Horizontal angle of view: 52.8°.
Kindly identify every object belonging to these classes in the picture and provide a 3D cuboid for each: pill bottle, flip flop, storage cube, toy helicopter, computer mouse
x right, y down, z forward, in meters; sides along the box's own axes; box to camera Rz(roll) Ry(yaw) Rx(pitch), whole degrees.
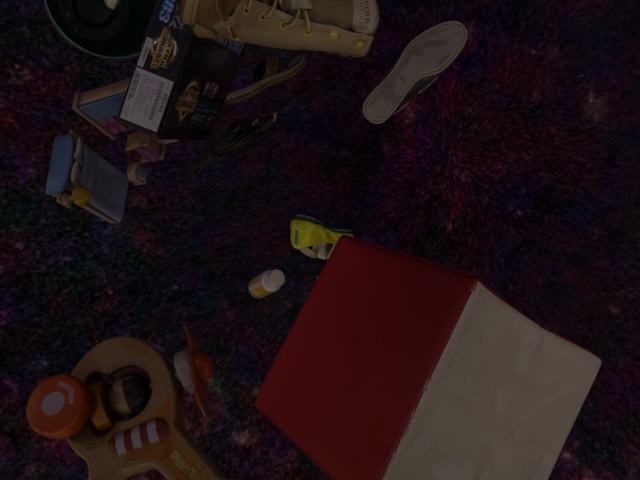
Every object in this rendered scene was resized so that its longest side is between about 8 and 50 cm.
[{"bbox_3d":[-0.149,0.119,1.807,0.116,0.065,0.065,-29,92,51],"label":"pill bottle"},{"bbox_3d":[-0.140,-0.422,1.631,0.112,0.277,0.080,-9,111,57],"label":"flip flop"},{"bbox_3d":[0.090,0.130,0.579,0.183,0.193,0.215,30,84,-31],"label":"storage cube"},{"bbox_3d":[-0.200,0.257,0.868,0.355,0.140,0.235,36,71,26],"label":"toy helicopter"},{"bbox_3d":[-0.146,-0.218,1.258,0.184,0.262,0.060,-28,97,35],"label":"computer mouse"}]

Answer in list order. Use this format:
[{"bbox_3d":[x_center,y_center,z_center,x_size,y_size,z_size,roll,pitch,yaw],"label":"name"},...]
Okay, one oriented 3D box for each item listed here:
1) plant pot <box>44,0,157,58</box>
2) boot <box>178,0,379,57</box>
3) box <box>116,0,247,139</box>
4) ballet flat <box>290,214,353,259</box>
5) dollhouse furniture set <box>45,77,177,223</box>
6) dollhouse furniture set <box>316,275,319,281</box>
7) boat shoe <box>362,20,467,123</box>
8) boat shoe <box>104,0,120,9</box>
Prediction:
[{"bbox_3d":[-0.538,-0.592,1.590,0.293,0.235,0.293,-6,103,-26],"label":"plant pot"},{"bbox_3d":[-0.037,-0.247,0.659,0.203,0.262,0.095,6,96,-5],"label":"boot"},{"bbox_3d":[-0.182,-0.301,0.988,0.073,0.295,0.293,25,99,1],"label":"box"},{"bbox_3d":[0.000,0.000,1.346,0.077,0.231,0.077,6,86,26],"label":"ballet flat"},{"bbox_3d":[-0.426,-0.172,1.464,0.198,0.286,0.303,-9,64,22],"label":"dollhouse furniture set"},{"bbox_3d":[0.074,0.180,1.772,0.144,0.123,0.151,-10,135,-3],"label":"dollhouse furniture set"},{"bbox_3d":[0.240,-0.438,1.670,0.112,0.095,0.335,47,113,-2],"label":"boat shoe"},{"bbox_3d":[-0.387,-0.535,1.224,0.081,0.228,0.079,23,146,-25],"label":"boat shoe"}]
